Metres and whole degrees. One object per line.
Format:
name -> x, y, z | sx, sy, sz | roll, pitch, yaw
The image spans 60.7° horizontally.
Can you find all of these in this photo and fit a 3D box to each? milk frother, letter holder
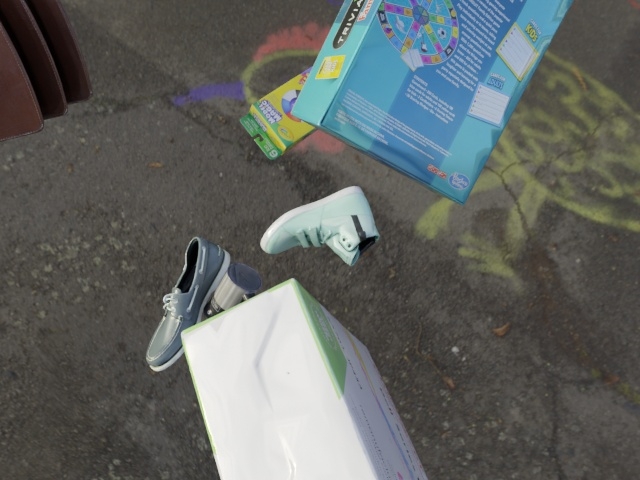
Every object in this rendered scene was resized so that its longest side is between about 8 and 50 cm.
milk frother -> -0.167, 0.134, 1.239 | 0.129, 0.135, 0.143 | 45, 31, 15
letter holder -> -0.597, -0.374, 1.057 | 0.214, 0.302, 0.152 | -15, 35, -5

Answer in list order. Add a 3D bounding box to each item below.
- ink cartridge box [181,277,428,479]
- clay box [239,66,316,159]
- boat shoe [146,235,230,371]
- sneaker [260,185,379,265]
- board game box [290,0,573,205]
ink cartridge box -> 0.015, 0.199, 0.570 | 0.119, 0.353, 0.207 | -27, 63, 5
clay box -> -0.066, -0.298, 1.284 | 0.222, 0.053, 0.127 | -40, 92, -24
boat shoe -> -0.321, 0.136, 1.246 | 0.116, 0.099, 0.320 | 2, 58, 42
sneaker -> 0.000, 0.000, 1.176 | 0.255, 0.094, 0.151 | -27, 64, 5
board game box -> 0.151, -0.244, 0.655 | 0.253, 0.079, 0.336 | 22, 99, -35
